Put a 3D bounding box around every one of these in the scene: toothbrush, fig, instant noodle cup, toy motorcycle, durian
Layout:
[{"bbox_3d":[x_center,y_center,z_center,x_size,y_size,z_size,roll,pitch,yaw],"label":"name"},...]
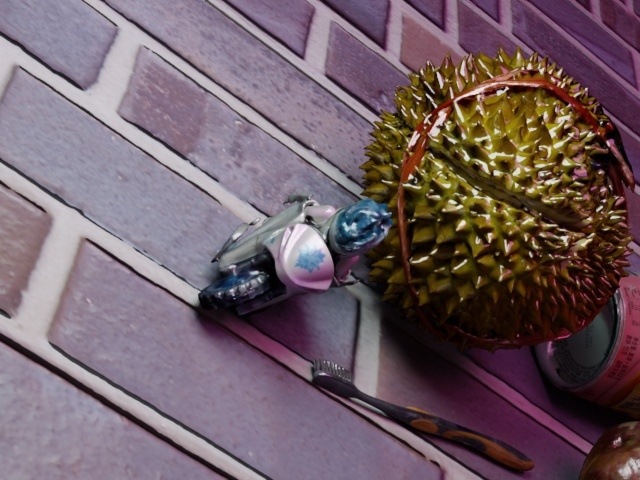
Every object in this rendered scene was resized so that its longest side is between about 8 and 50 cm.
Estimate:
[{"bbox_3d":[0.119,0.199,1.543,0.321,0.023,0.031,28,39,-28],"label":"toothbrush"},{"bbox_3d":[0.368,0.322,1.638,0.143,0.231,0.160,5,28,15],"label":"fig"},{"bbox_3d":[0.420,0.136,1.816,0.255,0.244,0.244,14,44,-30],"label":"instant noodle cup"},{"bbox_3d":[0.003,0.005,1.453,0.108,0.204,0.239,56,33,-18],"label":"toy motorcycle"},{"bbox_3d":[0.194,-0.044,1.597,0.347,0.347,0.384,42,18,-8],"label":"durian"}]
